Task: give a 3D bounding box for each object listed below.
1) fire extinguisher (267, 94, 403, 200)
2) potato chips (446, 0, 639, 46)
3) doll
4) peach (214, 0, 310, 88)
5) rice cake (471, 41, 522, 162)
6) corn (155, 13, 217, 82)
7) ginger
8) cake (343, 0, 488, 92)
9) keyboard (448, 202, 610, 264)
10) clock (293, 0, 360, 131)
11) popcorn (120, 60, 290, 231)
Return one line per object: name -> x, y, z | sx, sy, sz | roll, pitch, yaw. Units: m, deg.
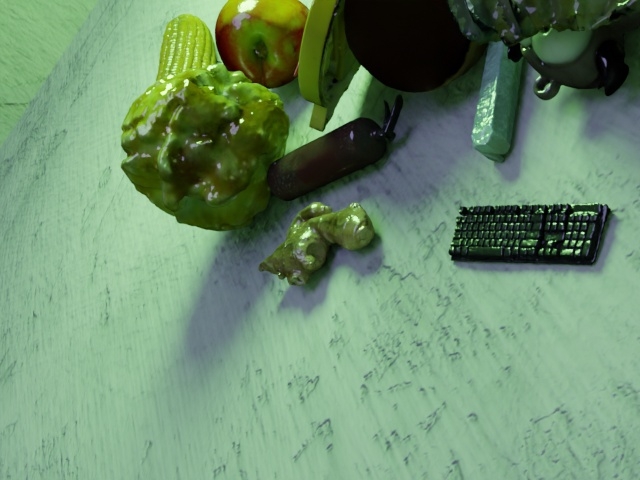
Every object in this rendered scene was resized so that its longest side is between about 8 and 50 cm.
fire extinguisher -> 0.025, -0.138, 1.507 | 0.267, 0.072, 0.089 | -22, 51, 47
potato chips -> 0.243, -0.421, 1.070 | 0.358, 0.070, 0.429 | -20, 79, 37
doll -> 0.317, -0.278, 1.143 | 0.257, 0.117, 0.182 | -55, 37, 4
peach -> -0.099, -0.365, 1.795 | 0.197, 0.197, 0.197 | -37, 37, 35
rice cake -> 0.234, -0.212, 1.283 | 0.042, 0.045, 0.245 | -19, 49, 48
corn -> -0.283, -0.363, 2.114 | 0.131, 0.131, 0.344 | -41, 34, 30
ginger -> 0.000, 0.007, 1.441 | 0.214, 0.059, 0.133 | 5, 61, 56
cake -> 0.150, -0.319, 1.378 | 0.185, 0.208, 0.178 | 9, 38, 27
keyboard -> 0.228, -0.009, 1.139 | 0.231, 0.023, 0.072 | 1, 68, 57
clock -> 0.028, -0.334, 1.479 | 0.293, 0.071, 0.277 | 99, -164, -51
popcorn -> -0.196, -0.154, 1.651 | 0.247, 0.282, 0.282 | 124, 171, -80
